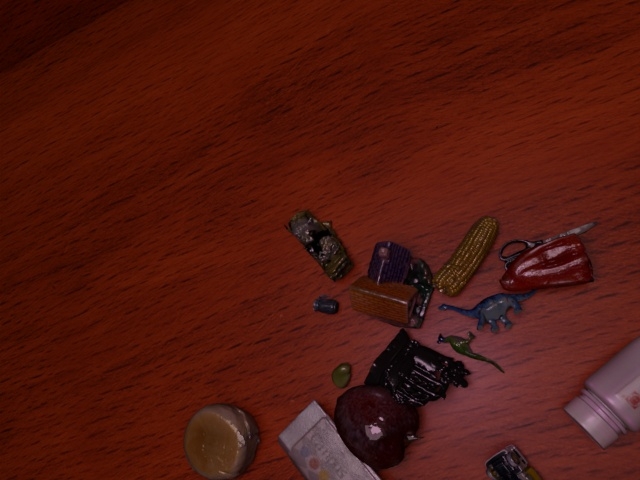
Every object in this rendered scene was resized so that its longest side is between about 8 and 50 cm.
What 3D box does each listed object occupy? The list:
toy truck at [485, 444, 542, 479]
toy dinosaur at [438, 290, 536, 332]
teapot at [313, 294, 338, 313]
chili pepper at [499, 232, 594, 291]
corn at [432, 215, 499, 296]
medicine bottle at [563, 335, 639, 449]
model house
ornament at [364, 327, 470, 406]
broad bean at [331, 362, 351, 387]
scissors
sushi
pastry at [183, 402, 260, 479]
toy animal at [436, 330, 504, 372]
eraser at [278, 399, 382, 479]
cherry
[{"bbox_3d":[0.563,0.677,1.405,0.098,0.114,0.227,-50,64,25],"label":"toy truck"},{"bbox_3d":[0.527,0.214,1.551,0.328,0.076,0.145,-18,39,16],"label":"toy dinosaur"},{"bbox_3d":[0.019,0.216,1.747,0.083,0.049,0.064,5,78,21],"label":"teapot"},{"bbox_3d":[0.651,0.075,1.510,0.252,0.136,0.144,-13,115,11],"label":"chili pepper"},{"bbox_3d":[0.461,0.046,1.612,0.101,0.101,0.292,33,85,24],"label":"corn"},{"bbox_3d":[0.803,0.404,1.354,0.293,0.170,0.170,-42,67,4],"label":"medicine bottle"},{"bbox_3d":[0.229,0.138,1.590,0.202,0.237,0.237,18,83,24],"label":"model house"},{"bbox_3d":[0.295,0.398,1.517,0.260,0.251,0.106,28,128,24],"label":"ornament"},{"bbox_3d":[0.069,0.440,1.679,0.063,0.045,0.084,21,92,12],"label":"broad bean"},{"bbox_3d":[0.700,0.008,1.573,0.299,0.022,0.109,-25,73,11],"label":"scissors"},{"bbox_3d":[0.003,0.002,1.768,0.139,0.131,0.291,-44,59,6],"label":"sushi"},{"bbox_3d":[-0.331,0.672,1.712,0.264,0.133,0.265,-4,76,19],"label":"pastry"},{"bbox_3d":[0.466,0.324,1.563,0.216,0.041,0.075,22,103,21],"label":"toy animal"},{"bbox_3d":[0.046,0.717,1.594,0.213,0.082,0.397,-45,67,3],"label":"eraser"},{"bbox_3d":[0.162,0.542,1.531,0.300,0.203,0.230,20,68,35],"label":"cherry"}]
